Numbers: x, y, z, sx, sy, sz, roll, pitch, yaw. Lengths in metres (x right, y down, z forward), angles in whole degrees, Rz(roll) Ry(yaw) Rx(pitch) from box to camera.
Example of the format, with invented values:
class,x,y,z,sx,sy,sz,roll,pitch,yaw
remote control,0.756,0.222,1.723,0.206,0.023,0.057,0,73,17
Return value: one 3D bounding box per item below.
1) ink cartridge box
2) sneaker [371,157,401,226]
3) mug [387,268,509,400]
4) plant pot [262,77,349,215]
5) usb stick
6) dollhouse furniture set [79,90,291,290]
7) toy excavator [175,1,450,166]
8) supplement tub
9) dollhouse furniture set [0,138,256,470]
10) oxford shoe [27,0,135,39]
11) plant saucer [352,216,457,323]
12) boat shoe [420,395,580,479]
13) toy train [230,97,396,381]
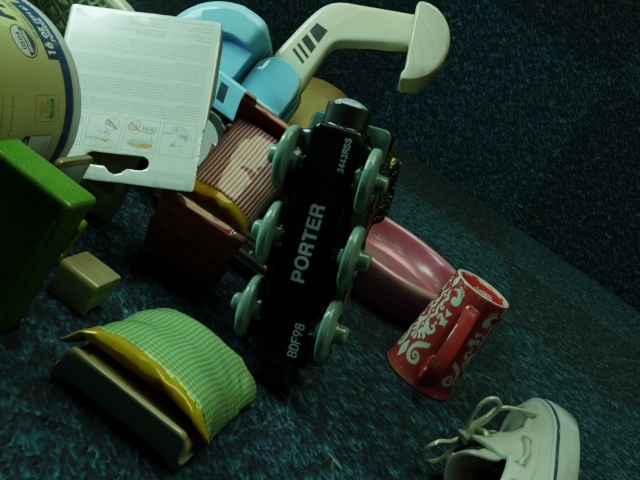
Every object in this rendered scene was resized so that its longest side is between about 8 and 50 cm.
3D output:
class,x,y,z,sx,sy,sz,roll,pitch,yaw
ink cartridge box,-0.225,-0.166,0.946,0.189,0.232,0.066,7,-17,-3
sneaker,0.012,-0.052,1.266,0.146,0.134,0.343,17,27,16
mug,0.196,0.144,1.149,0.113,0.169,0.150,27,17,-24
plant pot,-0.057,-0.154,1.469,0.237,0.237,0.254,32,31,-7
usb stick,-0.132,0.000,1.156,0.278,0.045,0.077,37,23,11
dollhouse furniture set,-0.223,-0.128,1.001,0.374,0.152,0.201,33,55,-4
toy excavator,-0.079,-0.270,1.239,0.433,0.445,0.222,36,-1,4
supplement tub,-0.395,-0.135,0.720,0.228,0.228,0.316,36,16,6
dollhouse furniture set,-0.175,0.046,0.756,0.301,0.151,0.197,36,17,7
oxford shoe,-0.429,-0.357,1.136,0.449,0.169,0.130,25,21,13
plant saucer,0.122,0.044,1.443,0.332,0.084,0.332,31,18,-11
boat shoe,0.197,0.266,0.912,0.156,0.135,0.367,32,26,5
toy train,0.000,0.000,0.934,0.142,0.333,0.190,16,8,10
